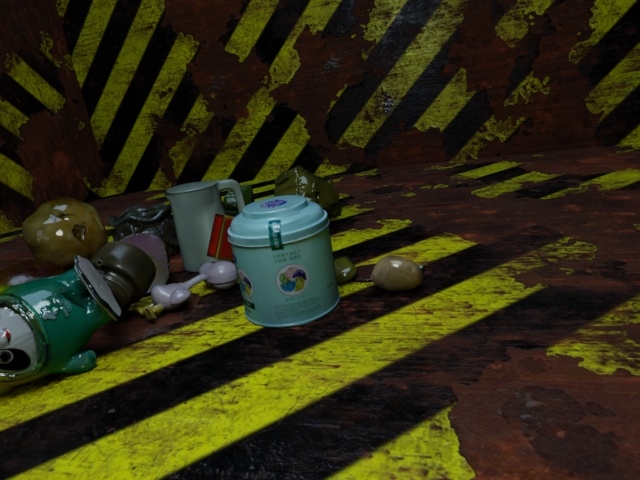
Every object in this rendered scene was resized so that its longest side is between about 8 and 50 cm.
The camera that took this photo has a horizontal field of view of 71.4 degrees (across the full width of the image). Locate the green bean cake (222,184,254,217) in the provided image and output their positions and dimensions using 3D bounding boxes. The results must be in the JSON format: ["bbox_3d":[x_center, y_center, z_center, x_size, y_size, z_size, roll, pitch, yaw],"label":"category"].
[{"bbox_3d":[-0.357,-0.121,2.005,0.124,0.223,0.248,-7,21,0],"label":"green bean cake"}]

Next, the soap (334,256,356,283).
[{"bbox_3d":[0.066,0.093,1.430,0.088,0.045,0.140,-29,19,-1],"label":"soap"}]

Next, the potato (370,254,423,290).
[{"bbox_3d":[0.220,0.095,1.278,0.146,0.112,0.112,7,23,21],"label":"potato"}]

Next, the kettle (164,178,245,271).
[{"bbox_3d":[-0.429,-0.062,1.704,0.264,0.318,0.205,-4,17,18],"label":"kettle"}]

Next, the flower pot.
[{"bbox_3d":[-0.746,-0.029,1.914,0.301,0.213,0.302,-8,17,3],"label":"flower pot"}]

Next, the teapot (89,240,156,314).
[{"bbox_3d":[-0.608,0.131,1.319,0.185,0.268,0.175,13,43,7],"label":"teapot"}]

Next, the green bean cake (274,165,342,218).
[{"bbox_3d":[-0.036,-0.156,1.932,0.202,0.285,0.309,-24,-26,39],"label":"green bean cake"}]

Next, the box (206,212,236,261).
[{"bbox_3d":[-0.269,0.000,1.565,0.239,0.153,0.074,11,-4,-44],"label":"box"}]

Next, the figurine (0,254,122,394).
[{"bbox_3d":[-0.695,0.208,1.098,0.340,0.324,0.231,-32,0,-15],"label":"figurine"}]

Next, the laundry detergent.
[{"bbox_3d":[-0.103,0.042,1.258,0.287,0.306,0.287,-8,18,3],"label":"laundry detergent"}]

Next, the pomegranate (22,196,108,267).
[{"bbox_3d":[-1.140,-0.027,1.994,0.332,0.333,0.332,-8,18,3],"label":"pomegranate"}]

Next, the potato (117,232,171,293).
[{"bbox_3d":[-0.651,0.072,1.609,0.229,0.230,0.266,-17,12,-23],"label":"potato"}]

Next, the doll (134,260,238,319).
[{"bbox_3d":[-0.408,0.143,1.435,0.365,0.095,0.160,-23,16,-40],"label":"doll"}]

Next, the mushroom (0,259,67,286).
[{"bbox_3d":[-0.955,0.169,1.448,0.283,0.195,0.263,-18,26,-26],"label":"mushroom"}]

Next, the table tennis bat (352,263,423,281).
[{"bbox_3d":[0.207,0.096,1.413,0.234,0.022,0.131,-6,18,13],"label":"table tennis bat"}]
